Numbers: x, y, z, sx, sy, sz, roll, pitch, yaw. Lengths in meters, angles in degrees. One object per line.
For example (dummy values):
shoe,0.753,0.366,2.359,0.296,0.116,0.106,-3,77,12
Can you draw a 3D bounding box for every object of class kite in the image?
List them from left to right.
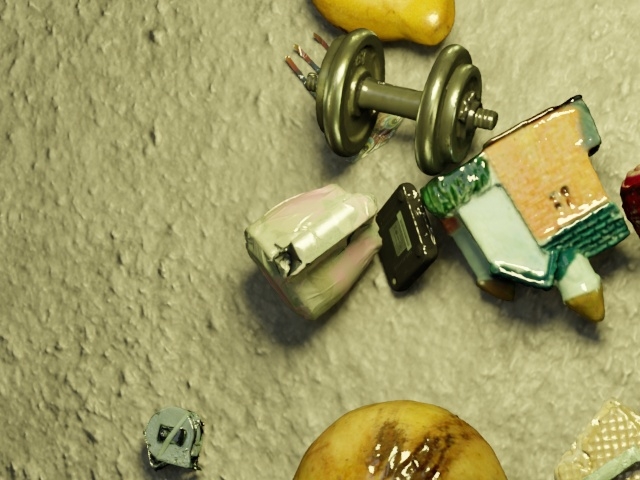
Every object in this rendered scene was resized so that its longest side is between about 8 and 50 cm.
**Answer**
kite,0.036,-0.230,2.061,0.127,0.016,0.229,-38,68,3

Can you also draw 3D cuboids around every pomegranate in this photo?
pomegranate,0.099,0.363,1.705,0.322,0.322,0.322,-6,72,19

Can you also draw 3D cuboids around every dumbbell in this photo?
dumbbell,0.113,-0.199,1.918,0.290,0.192,0.192,14,79,20

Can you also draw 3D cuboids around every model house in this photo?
model house,0.301,-0.013,1.823,0.253,0.184,0.291,-27,80,5

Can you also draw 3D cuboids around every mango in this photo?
mango,0.095,-0.371,2.030,0.262,0.109,0.157,31,77,21

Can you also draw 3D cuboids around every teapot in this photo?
teapot,-0.008,-0.009,1.898,0.178,0.221,0.163,-38,62,-7

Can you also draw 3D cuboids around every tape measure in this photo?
tape measure,-0.216,0.293,1.973,0.091,0.054,0.094,-3,75,14

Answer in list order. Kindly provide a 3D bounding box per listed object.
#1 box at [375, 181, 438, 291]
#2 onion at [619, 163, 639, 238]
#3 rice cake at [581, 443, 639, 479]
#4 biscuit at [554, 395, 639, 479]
box,0.116,-0.002,1.909,0.027,0.125,0.126,-5,64,-27
onion,0.511,-0.043,1.718,0.207,0.216,0.206,-37,90,3
rice cake,0.352,0.297,1.688,0.121,0.021,0.022,-35,74,10
biscuit,0.492,0.372,1.665,0.426,0.078,0.144,39,91,27
